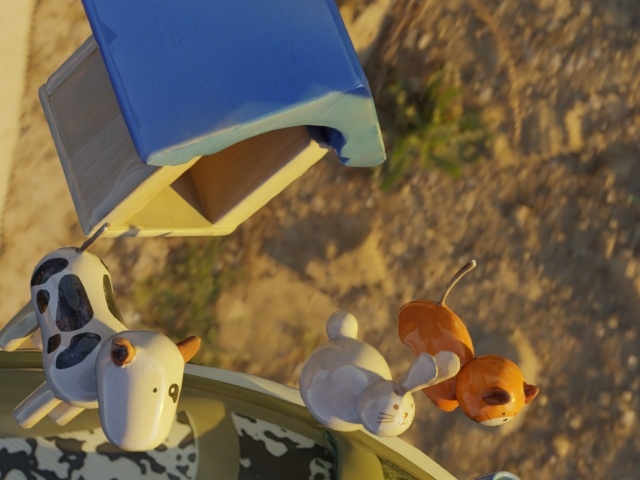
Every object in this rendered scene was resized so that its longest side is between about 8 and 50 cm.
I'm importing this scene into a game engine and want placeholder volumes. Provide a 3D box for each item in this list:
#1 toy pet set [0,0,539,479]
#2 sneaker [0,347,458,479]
[{"bbox_3d":[0.000,0.000,0.364,0.065,0.122,0.114,-37,65,40],"label":"toy pet set"},{"bbox_3d":[0.044,0.146,0.441,0.410,0.182,0.158,27,85,-1],"label":"sneaker"}]
